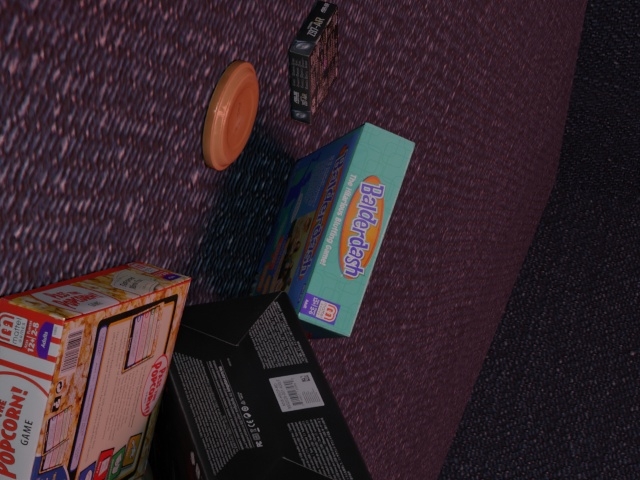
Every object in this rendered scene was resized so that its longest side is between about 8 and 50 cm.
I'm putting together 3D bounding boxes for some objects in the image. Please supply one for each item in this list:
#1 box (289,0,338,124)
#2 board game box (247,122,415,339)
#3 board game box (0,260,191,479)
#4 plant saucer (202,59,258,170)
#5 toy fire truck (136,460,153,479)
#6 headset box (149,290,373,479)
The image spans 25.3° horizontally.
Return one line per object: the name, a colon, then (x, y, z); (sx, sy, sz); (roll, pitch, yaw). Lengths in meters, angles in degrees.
box: (-0.004, -0.150, 1.209); (0.083, 0.018, 0.067); (88, 23, -52)
board game box: (0.000, 0.000, 1.163); (0.210, 0.047, 0.160); (164, -53, -74)
board game box: (-0.149, 0.097, 0.888); (0.193, 0.045, 0.147); (-17, 122, -73)
plant saucer: (-0.064, -0.092, 1.058); (0.083, 0.013, 0.083); (16, 90, -76)
toy fire truck: (-0.142, 0.279, 0.980); (0.246, 0.158, 0.217); (-50, 155, -34)
headset box: (-0.053, 0.221, 1.052); (0.218, 0.110, 0.293); (-117, -155, -47)
